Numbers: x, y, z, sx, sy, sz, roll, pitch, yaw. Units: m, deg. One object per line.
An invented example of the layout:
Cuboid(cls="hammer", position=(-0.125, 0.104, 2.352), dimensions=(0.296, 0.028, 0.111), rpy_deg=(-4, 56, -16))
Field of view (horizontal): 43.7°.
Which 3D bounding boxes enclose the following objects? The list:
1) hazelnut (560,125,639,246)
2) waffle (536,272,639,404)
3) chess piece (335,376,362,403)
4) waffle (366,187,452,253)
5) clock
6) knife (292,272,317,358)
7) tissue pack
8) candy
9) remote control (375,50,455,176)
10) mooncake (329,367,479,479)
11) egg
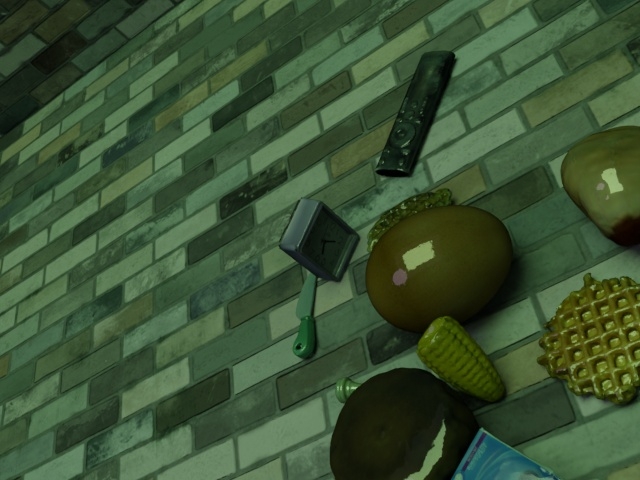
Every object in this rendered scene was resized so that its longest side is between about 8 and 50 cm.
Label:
Cuboid(cls="hazelnut", position=(0.588, -0.103, 1.542), dimensions=(0.261, 0.241, 0.261), rpy_deg=(-6, 42, 5))
Cuboid(cls="waffle", position=(0.535, 0.178, 1.496), dimensions=(0.245, 0.052, 0.254), rpy_deg=(30, 83, 48))
Cuboid(cls="chess piece", position=(0.108, 0.326, 1.752), dimensions=(0.149, 0.059, 0.059), rpy_deg=(-9, 56, 30))
Cuboid(cls="waffle", position=(0.204, -0.047, 1.879), dimensions=(0.223, 0.054, 0.204), rpy_deg=(-23, 25, 27))
Cuboid(cls="clock", position=(0.000, -0.001, 1.968), dimensions=(0.073, 0.193, 0.145), rpy_deg=(11, 70, 42))
Cuboid(cls="knife", position=(-0.037, 0.180, 1.998), dimensions=(0.063, 0.034, 0.260), rpy_deg=(-27, 41, 33))
Cuboid(cls="tissue pack", position=(0.306, 0.497, 1.393), dimensions=(0.198, 0.146, 0.263), rpy_deg=(26, 79, 46))
Cuboid(cls="candy", position=(0.282, 0.245, 1.568), dimensions=(0.106, 0.199, 0.094), rpy_deg=(-43, 6, 33))
Cuboid(cls="remote control", position=(0.250, -0.337, 2.103), dimensions=(0.107, 0.044, 0.378), rpy_deg=(4, 64, 46))
Cuboid(cls="mooncake", position=(0.172, 0.399, 1.566), dimensions=(0.290, 0.161, 0.290), rpy_deg=(-23, 47, 28))
Cuboid(cls="egg", position=(0.247, 0.056, 1.674), dimensions=(0.322, 0.250, 0.250), rpy_deg=(-32, 45, 17))
